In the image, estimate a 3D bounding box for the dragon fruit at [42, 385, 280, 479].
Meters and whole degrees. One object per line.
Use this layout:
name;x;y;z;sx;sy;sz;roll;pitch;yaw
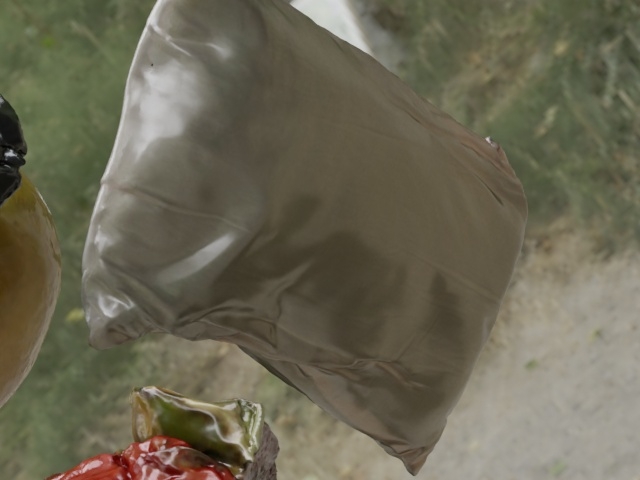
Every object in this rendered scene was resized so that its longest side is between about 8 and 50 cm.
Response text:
dragon fruit;-0.129;0.190;1.015;0.317;0.152;0.205;89;-155;-68

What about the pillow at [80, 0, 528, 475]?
pillow;0.000;0.000;0.701;0.067;0.270;0.173;22;87;44

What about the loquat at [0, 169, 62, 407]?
loquat;-0.350;0.042;1.247;0.275;0.275;0.275;-39;12;10

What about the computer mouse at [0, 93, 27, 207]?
computer mouse;-0.268;-0.069;1.031;0.057;0.172;0.099;-3;-73;-76
